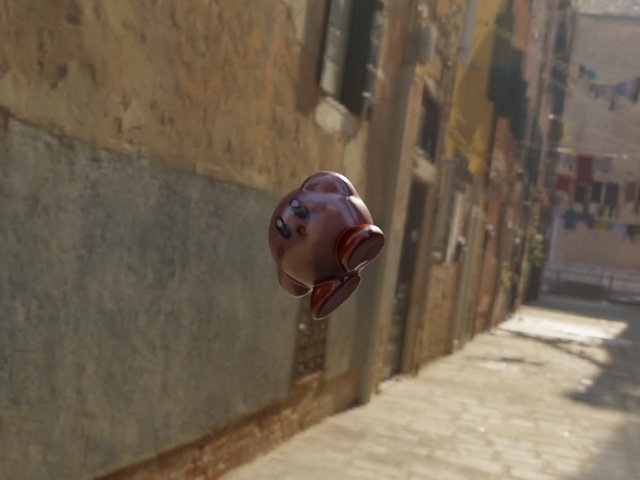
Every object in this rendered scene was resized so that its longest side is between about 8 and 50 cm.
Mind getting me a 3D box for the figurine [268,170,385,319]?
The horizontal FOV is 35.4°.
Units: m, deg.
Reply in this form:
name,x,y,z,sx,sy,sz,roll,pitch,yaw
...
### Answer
name,x,y,z,sx,sy,sz,roll,pitch,yaw
figurine,0.000,0.000,0.636,0.071,0.083,0.067,46,26,22
